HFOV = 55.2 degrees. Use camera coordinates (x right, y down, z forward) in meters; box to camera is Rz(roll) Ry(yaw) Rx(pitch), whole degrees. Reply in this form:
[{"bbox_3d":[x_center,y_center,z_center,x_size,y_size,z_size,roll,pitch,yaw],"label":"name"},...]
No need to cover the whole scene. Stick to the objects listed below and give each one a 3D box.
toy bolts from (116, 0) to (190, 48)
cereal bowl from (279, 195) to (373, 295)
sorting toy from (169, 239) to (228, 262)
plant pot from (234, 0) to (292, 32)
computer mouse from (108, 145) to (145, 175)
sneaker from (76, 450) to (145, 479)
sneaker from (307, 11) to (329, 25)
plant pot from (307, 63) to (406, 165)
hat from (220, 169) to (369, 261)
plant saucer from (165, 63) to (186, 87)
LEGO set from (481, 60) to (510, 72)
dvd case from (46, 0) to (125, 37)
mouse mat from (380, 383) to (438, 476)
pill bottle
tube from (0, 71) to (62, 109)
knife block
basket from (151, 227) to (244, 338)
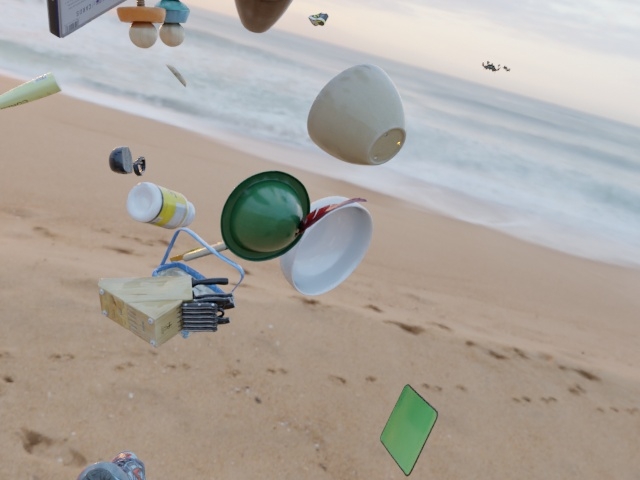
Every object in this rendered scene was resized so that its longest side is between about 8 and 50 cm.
[{"bbox_3d":[-0.401,-0.517,1.378,0.218,0.158,0.228,10,20,26],"label":"toy bolts"},{"bbox_3d":[0.000,0.000,1.928,0.339,0.339,0.141,-4,36,-46],"label":"cereal bowl"},{"bbox_3d":[-0.358,0.026,2.099,0.307,0.041,0.229,-16,8,35],"label":"sorting toy"},{"bbox_3d":[-0.180,-0.750,1.878,0.215,0.215,0.230,12,-22,-10],"label":"plant pot"},{"bbox_3d":[-0.498,-0.201,1.578,0.041,0.071,0.242,-4,2,-1],"label":"computer mouse"},{"bbox_3d":[-0.350,0.409,1.025,0.104,0.262,0.125,-1,51,-7],"label":"sneaker"},{"bbox_3d":[-0.004,-0.628,1.733,0.083,0.035,0.031,35,-10,48],"label":"sneaker"},{"bbox_3d":[0.132,-0.319,1.715,0.284,0.284,0.191,-4,46,-46],"label":"plant pot"},{"bbox_3d":[-0.060,-0.014,1.039,0.173,0.208,0.183,1,27,-28],"label":"hat"},{"bbox_3d":[-0.403,-0.467,1.721,0.083,0.015,0.083,49,1,-1],"label":"plant saucer"},{"bbox_3d":[0.441,-0.438,1.559,0.054,0.023,0.083,14,15,-25],"label":"LEGO set"},{"bbox_3d":[-0.367,-0.462,0.973,0.029,0.238,0.179,29,48,5],"label":"dvd case"},{"bbox_3d":[0.193,0.414,1.355,0.007,0.152,0.190,25,1,-16],"label":"mouse mat"},{"bbox_3d":[-0.406,-0.084,1.587,0.103,0.103,0.184,23,1,22],"label":"pill bottle"},{"bbox_3d":[-0.894,-0.427,1.817,0.240,0.070,0.062,-25,68,-11],"label":"tube"},{"bbox_3d":[-0.350,0.135,1.457,0.276,0.088,0.242,24,36,25],"label":"knife block"},{"bbox_3d":[-0.407,0.135,1.927,0.255,0.289,0.201,38,21,5],"label":"basket"}]
